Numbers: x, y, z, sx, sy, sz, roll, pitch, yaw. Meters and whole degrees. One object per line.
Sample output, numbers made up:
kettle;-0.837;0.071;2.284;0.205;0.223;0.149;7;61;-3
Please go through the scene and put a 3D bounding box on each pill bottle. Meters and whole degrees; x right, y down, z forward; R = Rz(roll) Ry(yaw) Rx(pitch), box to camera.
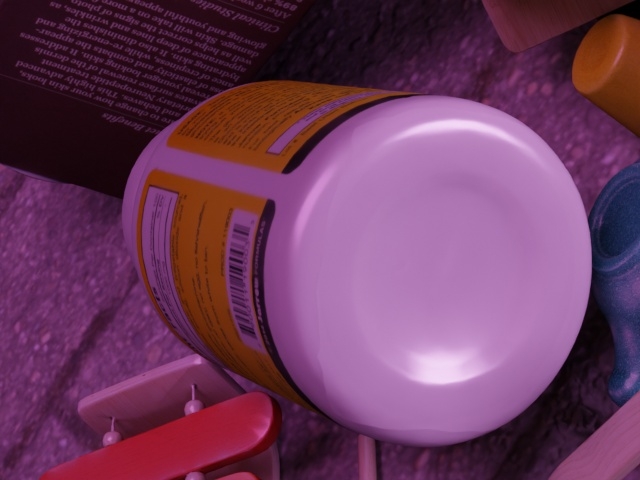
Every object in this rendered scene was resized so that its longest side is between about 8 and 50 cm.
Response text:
pill bottle;0.000;0.000;1.122;0.188;0.188;0.334;-60;24;-6

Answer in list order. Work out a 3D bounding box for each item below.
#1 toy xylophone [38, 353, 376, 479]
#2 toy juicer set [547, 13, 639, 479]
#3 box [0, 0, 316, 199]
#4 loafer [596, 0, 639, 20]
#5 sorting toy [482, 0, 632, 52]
toy xylophone;-0.072;0.218;1.161;0.236;0.081;0.323;-29;48;25
toy juicer set;0.219;-0.009;1.017;0.209;0.089;0.329;-34;39;50
box;-0.119;-0.193;1.293;0.381;0.191;0.143;-46;36;44
loafer;0.234;-0.163;1.154;0.170;0.062;0.061;5;45;40
sorting toy;0.130;-0.254;1.080;0.255;0.257;0.089;-22;7;47
